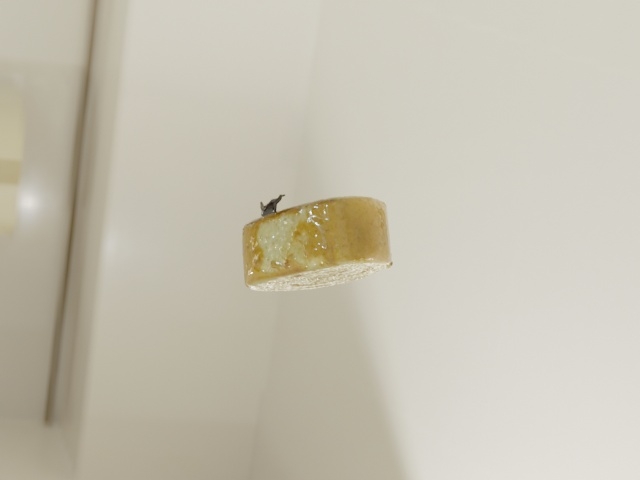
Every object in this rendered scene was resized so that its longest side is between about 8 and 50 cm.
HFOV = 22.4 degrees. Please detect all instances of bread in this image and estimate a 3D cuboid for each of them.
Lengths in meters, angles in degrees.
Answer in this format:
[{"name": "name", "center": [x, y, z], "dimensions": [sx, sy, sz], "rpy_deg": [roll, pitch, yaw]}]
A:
[{"name": "bread", "center": [0.000, 0.000, 1.435], "dimensions": [0.149, 0.073, 0.122], "rpy_deg": [-15, 167, 39]}]
